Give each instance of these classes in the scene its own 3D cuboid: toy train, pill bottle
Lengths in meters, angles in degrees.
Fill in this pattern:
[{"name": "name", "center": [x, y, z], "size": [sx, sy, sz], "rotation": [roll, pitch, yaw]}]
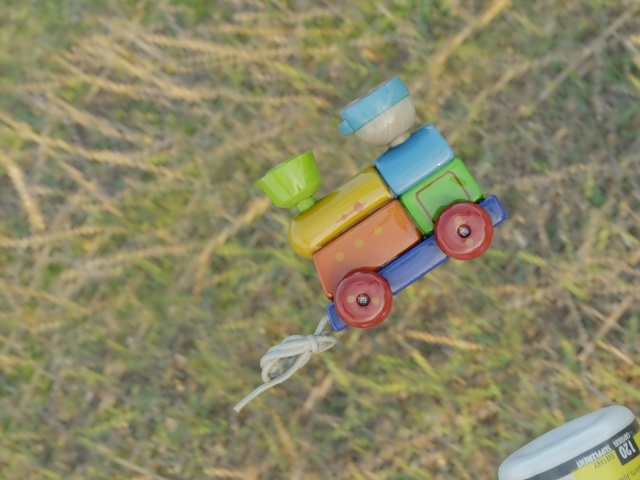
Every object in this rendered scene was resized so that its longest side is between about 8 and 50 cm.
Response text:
[{"name": "toy train", "center": [0.000, 0.000, 1.313], "size": [0.248, 0.105, 0.143], "rotation": [-34, 91, 3]}, {"name": "pill bottle", "center": [0.204, 0.213, 1.212], "size": [0.103, 0.103, 0.184], "rotation": [-28, 88, 22]}]
